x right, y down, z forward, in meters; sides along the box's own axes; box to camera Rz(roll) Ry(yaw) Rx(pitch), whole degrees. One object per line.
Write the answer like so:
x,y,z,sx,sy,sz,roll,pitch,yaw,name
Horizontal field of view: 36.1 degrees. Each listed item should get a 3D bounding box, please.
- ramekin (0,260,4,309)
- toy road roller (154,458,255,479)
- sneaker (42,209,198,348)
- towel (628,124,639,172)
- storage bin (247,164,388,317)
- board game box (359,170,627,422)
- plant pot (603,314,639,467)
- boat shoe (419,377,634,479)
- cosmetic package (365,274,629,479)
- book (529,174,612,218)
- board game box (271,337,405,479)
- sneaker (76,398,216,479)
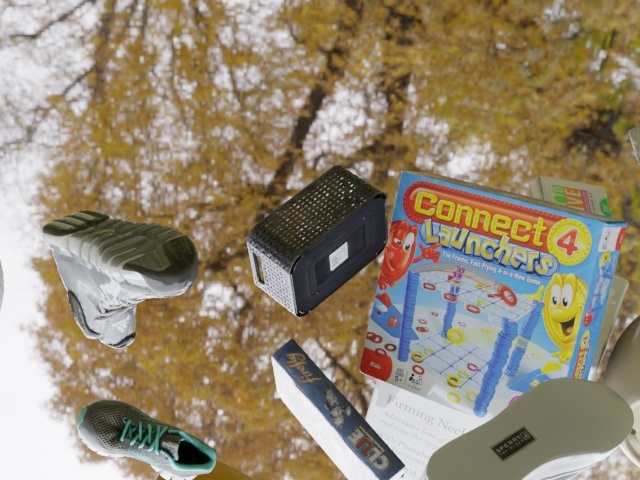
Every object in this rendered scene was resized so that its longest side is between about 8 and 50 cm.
-0.550,0.068,1.311,0.273,0.127,0.273,-6,-113,16,ramekin
-0.221,0.459,1.463,0.202,0.240,0.329,21,-167,20,toy road roller
-0.188,0.052,0.974,0.086,0.132,0.229,-23,-154,-35,sneaker
0.569,-0.074,1.345,0.056,0.312,0.324,-7,-105,-20,towel
0.000,0.000,1.310,0.084,0.122,0.180,35,-120,30,storage bin
0.227,0.083,1.348,0.308,0.302,0.086,17,-169,34,board game box
0.544,0.253,1.477,0.284,0.284,0.191,28,-148,27,plant pot
0.164,0.178,0.808,0.219,0.070,0.078,-16,-129,-29,boat shoe
0.299,0.231,1.738,0.329,0.393,0.327,22,-148,16,cosmetic package
0.449,-0.058,1.747,0.144,0.035,0.096,7,-121,-22,book
0.023,0.270,1.414,0.042,0.165,0.243,-36,-115,-18,board game box
-0.181,0.214,1.062,0.166,0.076,0.065,29,-117,-32,sneaker
